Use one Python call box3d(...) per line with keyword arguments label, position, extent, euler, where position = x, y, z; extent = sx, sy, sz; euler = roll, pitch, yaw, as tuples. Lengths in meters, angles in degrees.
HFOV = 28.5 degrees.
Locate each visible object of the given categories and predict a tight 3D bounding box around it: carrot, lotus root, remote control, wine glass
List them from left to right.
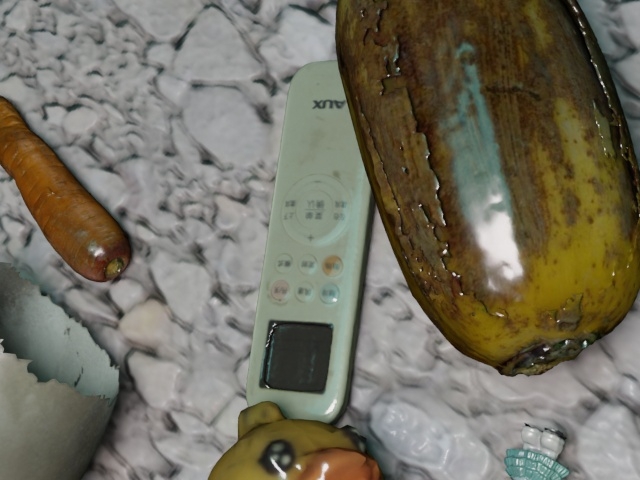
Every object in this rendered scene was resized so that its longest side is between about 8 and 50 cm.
box3d(label="wine glass", position=(-0.324, 0.175, 0.990), extent=(0.323, 0.238, 0.238), euler=(-48, 64, 4))
box3d(label="carrot", position=(-0.248, -0.052, 1.130), extent=(0.059, 0.059, 0.248), euler=(-43, 62, 3))
box3d(label="remote control", position=(-0.001, 0.000, 1.030), extent=(0.090, 0.038, 0.310), euler=(3, 75, 21))
box3d(label="lotus root", position=(0.119, -0.093, 0.942), extent=(0.195, 0.179, 0.398), euler=(-14, 73, -8))

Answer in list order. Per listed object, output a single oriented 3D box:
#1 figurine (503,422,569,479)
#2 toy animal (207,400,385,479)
box3d(label="figurine", position=(0.144, 0.186, 0.913), extent=(0.060, 0.047, 0.106), euler=(17, 77, 15))
box3d(label="toy animal", position=(0.000, 0.243, 0.892), extent=(0.169, 0.195, 0.281), euler=(-39, 61, 50))
